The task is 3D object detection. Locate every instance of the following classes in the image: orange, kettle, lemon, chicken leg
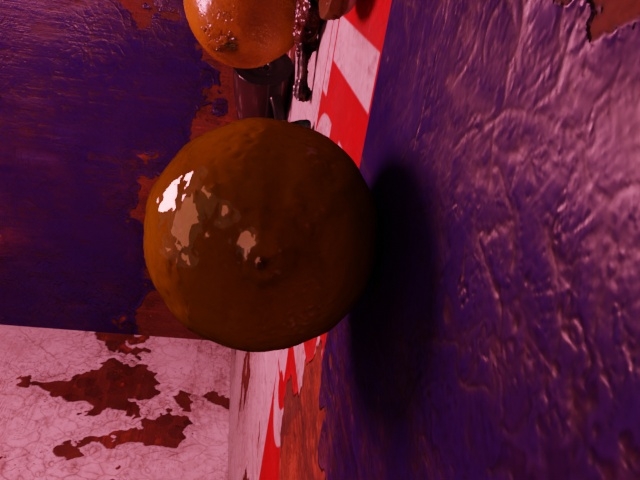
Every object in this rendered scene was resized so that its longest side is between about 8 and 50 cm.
[{"bbox_3d":[-0.153,-0.498,1.408,0.274,0.274,0.274,-174,90,-81],"label":"orange"},{"bbox_3d":[-0.134,-0.337,1.691,0.202,0.144,0.232,54,156,27],"label":"kettle"},{"bbox_3d":[-0.059,-0.005,0.667,0.263,0.236,0.236,22,109,49],"label":"lemon"},{"bbox_3d":[-0.021,-0.372,1.217,0.106,0.051,0.253,-102,16,-46],"label":"chicken leg"}]

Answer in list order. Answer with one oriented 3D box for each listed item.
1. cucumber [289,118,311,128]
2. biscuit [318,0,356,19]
[{"bbox_3d":[-0.056,-0.116,1.194,0.115,0.086,0.193,113,167,-67],"label":"cucumber"},{"bbox_3d":[0.037,-0.369,0.846,0.181,0.049,0.208,107,166,-49],"label":"biscuit"}]
